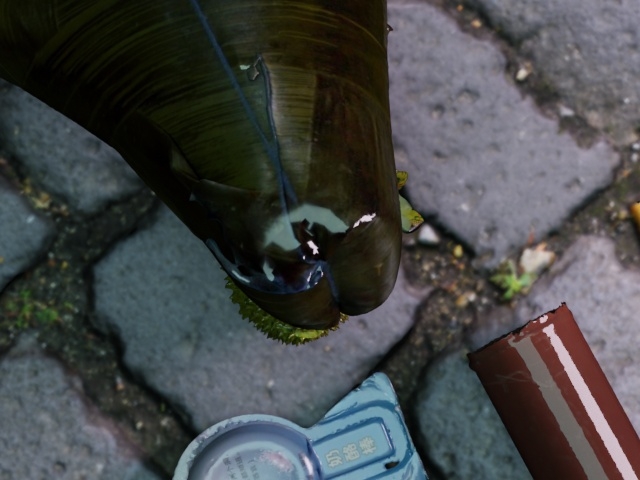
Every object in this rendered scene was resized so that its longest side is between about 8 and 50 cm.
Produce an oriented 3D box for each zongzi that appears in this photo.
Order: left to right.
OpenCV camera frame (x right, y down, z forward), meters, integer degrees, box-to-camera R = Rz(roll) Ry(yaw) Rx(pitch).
[{"bbox_3d":[-0.147,-0.085,1.674,0.432,0.208,0.403,-10,54,8],"label":"zongzi"}]

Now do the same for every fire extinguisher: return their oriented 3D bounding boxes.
[{"bbox_3d":[0.272,0.217,1.800,0.147,0.106,0.337,-28,87,-21],"label":"fire extinguisher"}]

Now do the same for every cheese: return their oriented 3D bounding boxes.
[{"bbox_3d":[-0.031,0.217,1.845,0.245,0.052,0.135,-21,89,3],"label":"cheese"}]

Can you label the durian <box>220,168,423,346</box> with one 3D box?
[{"bbox_3d":[-0.006,-0.001,1.795,0.146,0.159,0.198,34,91,3],"label":"durian"}]
